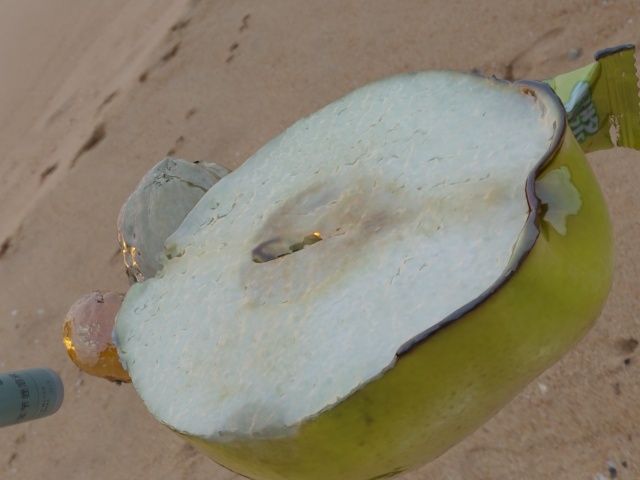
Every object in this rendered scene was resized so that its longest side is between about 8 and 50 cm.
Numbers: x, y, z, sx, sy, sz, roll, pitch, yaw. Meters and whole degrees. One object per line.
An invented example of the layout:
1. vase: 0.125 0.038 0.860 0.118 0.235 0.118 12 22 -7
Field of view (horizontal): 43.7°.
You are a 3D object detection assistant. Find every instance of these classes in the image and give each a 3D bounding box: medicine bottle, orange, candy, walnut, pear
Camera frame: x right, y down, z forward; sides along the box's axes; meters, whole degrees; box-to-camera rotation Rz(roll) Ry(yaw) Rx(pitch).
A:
1. medicine bottle: -0.663 0.321 1.567 0.110 0.352 0.110 -1 88 24
2. orange: -0.355 0.171 1.401 0.193 0.193 0.161 -2 67 39
3. candy: 0.252 -0.140 1.011 0.297 0.187 0.081 -12 55 20
4. walnut: -0.144 0.013 0.973 0.198 0.244 0.198 -19 15 5
5. pear: 0.043 0.045 0.621 0.387 0.191 0.340 -7 46 42
